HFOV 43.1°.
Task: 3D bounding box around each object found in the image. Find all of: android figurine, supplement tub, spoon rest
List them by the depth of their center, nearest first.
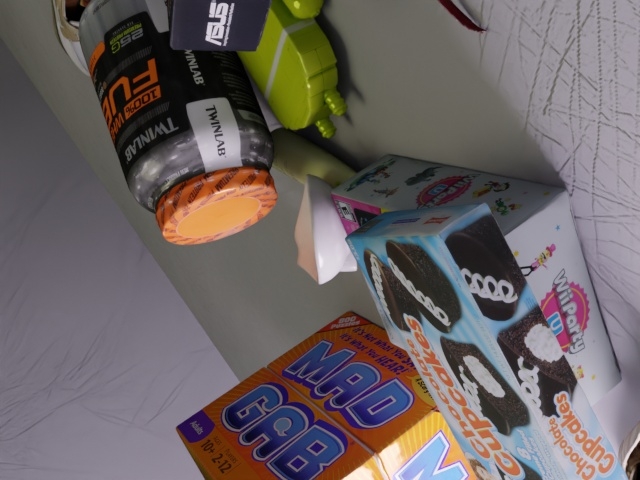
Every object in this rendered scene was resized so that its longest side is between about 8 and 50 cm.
[{"bbox_3d":[-0.054,-0.250,0.996,0.273,0.056,0.248,57,160,11],"label":"android figurine"},{"bbox_3d":[0.000,0.000,1.076,0.276,0.084,0.137,61,-159,-77],"label":"spoon rest"},{"bbox_3d":[-0.192,-0.179,1.119,0.207,0.207,0.338,110,140,-67],"label":"supplement tub"}]

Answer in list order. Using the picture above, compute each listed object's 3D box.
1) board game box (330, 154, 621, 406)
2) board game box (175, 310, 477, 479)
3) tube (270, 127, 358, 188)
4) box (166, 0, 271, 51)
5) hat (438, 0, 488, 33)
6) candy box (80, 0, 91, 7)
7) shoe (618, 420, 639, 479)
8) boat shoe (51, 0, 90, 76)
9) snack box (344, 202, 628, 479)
[{"bbox_3d":[0.154,0.040,0.875,0.303,0.097,0.224,20,138,59],"label":"board game box"},{"bbox_3d":[0.054,0.389,1.260,0.356,0.356,0.357,22,141,60],"label":"board game box"},{"bbox_3d":[0.007,-0.090,1.093,0.240,0.070,0.062,33,120,44],"label":"tube"},{"bbox_3d":[-0.073,-0.377,0.606,0.395,0.097,0.319,128,138,-70],"label":"box"},{"bbox_3d":[0.048,-0.306,0.720,0.173,0.183,0.209,-121,34,-67],"label":"hat"},{"bbox_3d":[-0.351,-0.438,1.382,0.186,0.053,0.109,33,117,48],"label":"candy box"},{"bbox_3d":[0.321,0.220,0.792,0.076,0.058,0.219,45,157,34],"label":"shoe"},{"bbox_3d":[-0.498,-0.461,1.686,0.103,0.113,0.302,49,159,41],"label":"boat shoe"},{"bbox_3d":[0.154,0.120,0.758,0.322,0.060,0.187,61,161,-10],"label":"snack box"}]
